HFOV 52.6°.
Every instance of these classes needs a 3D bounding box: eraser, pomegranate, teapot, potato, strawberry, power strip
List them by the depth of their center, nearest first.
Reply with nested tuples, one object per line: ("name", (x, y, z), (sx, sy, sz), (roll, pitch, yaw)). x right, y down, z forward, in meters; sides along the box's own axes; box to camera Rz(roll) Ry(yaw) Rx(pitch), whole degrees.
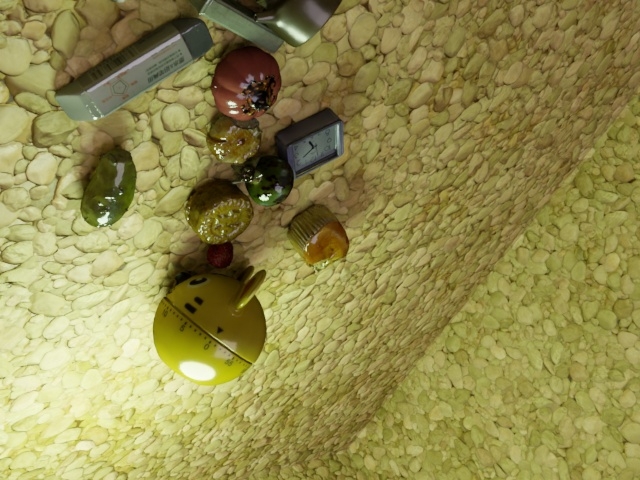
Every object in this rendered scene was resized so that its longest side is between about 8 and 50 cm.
("eraser", (-0.394, -0.366, 1.388), (0.352, 0.061, 0.089), (-35, 146, -9))
("teapot", (-0.058, -0.558, 1.418), (0.175, 0.185, 0.268), (38, 68, -28))
("power strip", (-0.181, -0.492, 1.439), (0.052, 0.078, 0.272), (-47, 148, 21))
("potato", (-0.500, -0.122, 1.541), (0.117, 0.090, 0.226), (-8, 138, -47))
("pomegranate", (-0.152, -0.175, 1.777), (0.148, 0.148, 0.169), (-42, 139, 2))
("strawberry", (-0.300, 0.040, 1.956), (0.083, 0.083, 0.096), (47, 59, -57))

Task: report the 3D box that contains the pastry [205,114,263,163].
("pastry", (-0.221, -0.265, 1.667), (0.153, 0.081, 0.153), (-25, 152, -14))

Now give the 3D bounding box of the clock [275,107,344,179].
("clock", (-0.029, -0.274, 1.859), (0.193, 0.073, 0.145), (-29, 145, -18))

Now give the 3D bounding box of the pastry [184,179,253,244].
("pastry", (-0.280, -0.077, 1.807), (0.188, 0.103, 0.189), (-27, 145, -20))

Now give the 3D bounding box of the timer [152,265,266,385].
("timer", (-0.309, 0.228, 1.952), (0.387, 0.376, 0.376), (-54, 148, -7))

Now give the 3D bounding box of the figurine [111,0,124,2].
("figurine", (-0.353, -0.533, 1.194), (0.153, 0.132, 0.132), (-44, 150, -19))

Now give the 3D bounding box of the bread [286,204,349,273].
("bread", (0.000, 0.000, 2.163), (0.179, 0.133, 0.250), (-40, 149, -8))

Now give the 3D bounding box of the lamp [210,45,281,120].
("lamp", (-0.171, -0.368, 1.542), (0.182, 0.140, 0.182), (-30, 144, -24))
